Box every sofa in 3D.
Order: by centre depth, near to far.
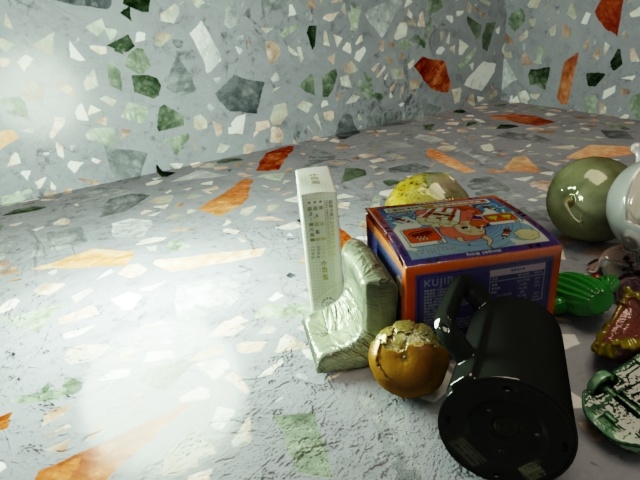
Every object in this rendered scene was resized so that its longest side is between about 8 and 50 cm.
[{"bbox_3d":[0.057,0.140,1.169,0.176,0.225,0.210,-5,27,-10],"label":"sofa"}]

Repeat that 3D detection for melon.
[{"bbox_3d":[0.815,-0.119,1.577,0.308,0.271,0.272,20,12,-29],"label":"melon"}]

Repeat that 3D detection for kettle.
[{"bbox_3d":[0.307,0.229,0.944,0.262,0.203,0.308,23,29,12],"label":"kettle"}]

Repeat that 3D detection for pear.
[{"bbox_3d":[0.320,-0.065,1.548,0.271,0.271,0.271,-4,25,2],"label":"pear"}]

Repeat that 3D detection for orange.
[{"bbox_3d":[0.173,0.233,1.047,0.157,0.156,0.134,-4,-20,10],"label":"orange"}]

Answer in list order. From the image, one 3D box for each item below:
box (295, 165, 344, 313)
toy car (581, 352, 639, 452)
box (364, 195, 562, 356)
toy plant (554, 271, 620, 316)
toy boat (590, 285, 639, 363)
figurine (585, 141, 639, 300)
[{"bbox_3d":[-0.001,0.000,1.353,0.095,0.330,0.210,-5,24,-3],"label":"box"},{"bbox_3d":[0.608,0.263,0.927,0.306,0.125,0.136,-32,35,-6],"label":"toy car"},{"bbox_3d":[0.309,0.071,1.239,0.349,0.256,0.318,-7,26,-6],"label":"box"},{"bbox_3d":[0.585,0.125,1.265,0.155,0.088,0.240,-35,14,-27],"label":"toy plant"},{"bbox_3d":[0.631,0.186,1.088,0.141,0.099,0.318,-28,-3,36],"label":"toy boat"},{"bbox_3d":[0.788,-0.034,1.282,0.211,0.361,0.253,30,44,35],"label":"figurine"}]
